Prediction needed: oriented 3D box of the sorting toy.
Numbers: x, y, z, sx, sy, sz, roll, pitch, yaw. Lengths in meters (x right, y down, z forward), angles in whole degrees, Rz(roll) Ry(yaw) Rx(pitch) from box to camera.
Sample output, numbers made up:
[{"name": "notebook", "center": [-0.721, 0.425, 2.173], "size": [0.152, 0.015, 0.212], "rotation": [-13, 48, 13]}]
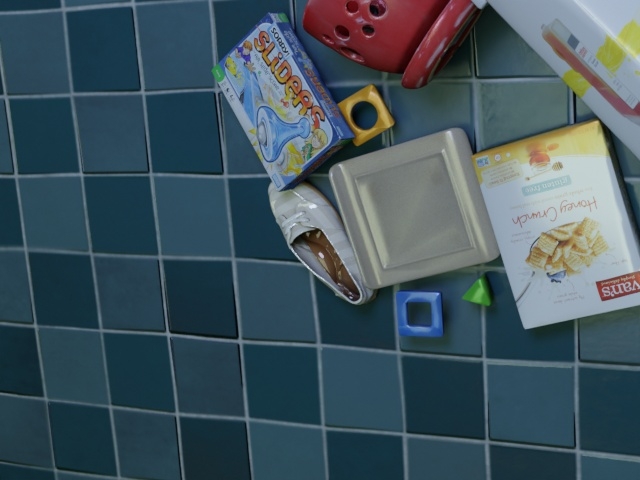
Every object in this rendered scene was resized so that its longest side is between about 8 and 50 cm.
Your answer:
[{"name": "sorting toy", "center": [0.127, -0.044, 1.522], "size": [0.196, 0.047, 0.348], "rotation": [-15, 97, 23]}]

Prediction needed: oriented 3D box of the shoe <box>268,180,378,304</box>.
[{"name": "shoe", "center": [0.000, 0.000, 1.580], "size": [0.076, 0.058, 0.219], "rotation": [-41, 85, 27]}]

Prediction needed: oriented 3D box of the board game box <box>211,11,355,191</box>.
[{"name": "board game box", "center": [-0.053, -0.186, 1.536], "size": [0.136, 0.035, 0.201], "rotation": [-38, 75, 37]}]

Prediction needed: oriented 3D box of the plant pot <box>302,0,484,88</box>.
[{"name": "plant pot", "center": [0.097, -0.289, 1.391], "size": [0.174, 0.191, 0.191], "rotation": [37, 115, 5]}]

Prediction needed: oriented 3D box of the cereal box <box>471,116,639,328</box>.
[{"name": "cereal box", "center": [0.308, -0.020, 1.444], "size": [0.173, 0.047, 0.240], "rotation": [-16, 97, 27]}]

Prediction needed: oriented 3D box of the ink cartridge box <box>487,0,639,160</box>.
[{"name": "ink cartridge box", "center": [0.402, -0.247, 1.212], "size": [0.279, 0.160, 0.385], "rotation": [-41, 84, -12]}]

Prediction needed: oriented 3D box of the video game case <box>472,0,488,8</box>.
[{"name": "video game case", "center": [0.181, -0.409, 1.334], "size": [0.227, 0.206, 0.026], "rotation": [47, 161, 6]}]
